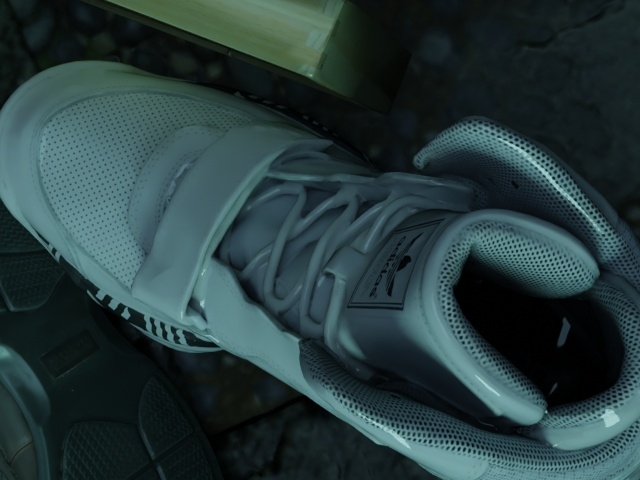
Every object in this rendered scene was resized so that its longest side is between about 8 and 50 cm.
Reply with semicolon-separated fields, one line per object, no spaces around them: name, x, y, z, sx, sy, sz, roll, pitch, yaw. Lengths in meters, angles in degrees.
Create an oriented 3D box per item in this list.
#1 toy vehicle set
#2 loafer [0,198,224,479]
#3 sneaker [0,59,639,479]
toy vehicle set;-0.097;-0.128;0.587;0.267;0.166;0.035;22;95;11
loafer;-0.132;0.094;0.648;0.267;0.096;0.084;59;142;7
sneaker;0.000;0.000;0.533;0.366;0.210;0.137;28;80;9
